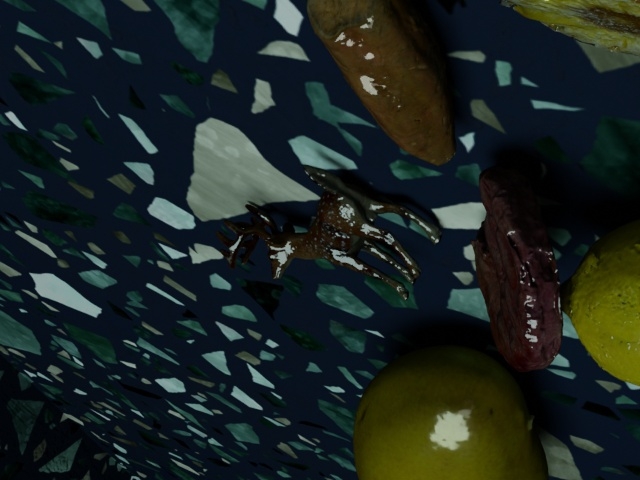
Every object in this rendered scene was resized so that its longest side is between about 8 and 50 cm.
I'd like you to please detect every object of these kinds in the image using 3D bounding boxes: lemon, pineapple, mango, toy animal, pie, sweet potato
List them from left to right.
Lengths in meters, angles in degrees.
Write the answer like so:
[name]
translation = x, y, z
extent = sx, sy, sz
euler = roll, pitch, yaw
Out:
[toy animal]
translation = 0.008, -0.013, 1.320
extent = 0.260, 0.087, 0.243
euler = 27, 141, 4
[sweet potato]
translation = 0.064, -0.155, 0.967
extent = 0.097, 0.097, 0.252
euler = 7, 146, 35
[mango]
translation = 0.192, 0.302, 1.537
extent = 0.301, 0.220, 0.445
euler = 24, 151, 12
[pie]
translation = 0.201, 0.033, 1.091
extent = 0.054, 0.204, 0.219
euler = -11, 161, -2
[pineapple]
translation = 0.217, -0.170, 0.750
extent = 0.221, 0.047, 0.221
euler = 18, -175, -2
[lemon]
translation = 0.328, 0.059, 1.012
extent = 0.206, 0.173, 0.173
euler = 2, 144, 34
